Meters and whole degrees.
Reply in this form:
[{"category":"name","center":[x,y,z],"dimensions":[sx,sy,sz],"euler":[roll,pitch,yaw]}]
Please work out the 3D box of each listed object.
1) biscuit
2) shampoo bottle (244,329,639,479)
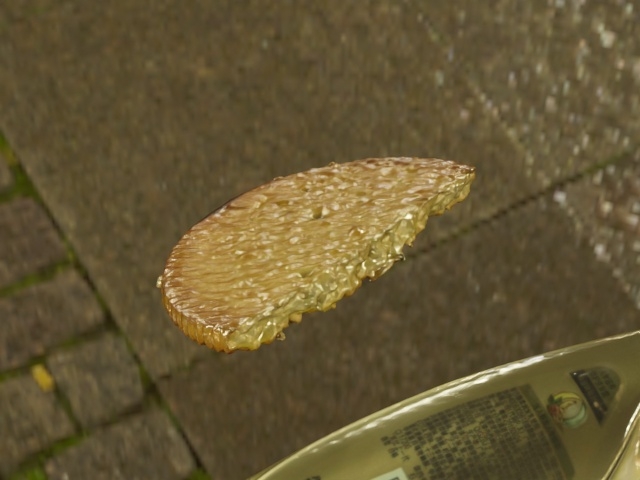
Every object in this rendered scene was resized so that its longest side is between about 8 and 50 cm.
[{"category":"biscuit","center":[-0.013,0.001,1.107],"dimensions":[0.126,0.025,0.206],"euler":[16,38,43]},{"category":"shampoo bottle","center":[0.106,0.140,1.180],"dimensions":[0.350,0.084,0.126],"euler":[-22,75,-17]}]
